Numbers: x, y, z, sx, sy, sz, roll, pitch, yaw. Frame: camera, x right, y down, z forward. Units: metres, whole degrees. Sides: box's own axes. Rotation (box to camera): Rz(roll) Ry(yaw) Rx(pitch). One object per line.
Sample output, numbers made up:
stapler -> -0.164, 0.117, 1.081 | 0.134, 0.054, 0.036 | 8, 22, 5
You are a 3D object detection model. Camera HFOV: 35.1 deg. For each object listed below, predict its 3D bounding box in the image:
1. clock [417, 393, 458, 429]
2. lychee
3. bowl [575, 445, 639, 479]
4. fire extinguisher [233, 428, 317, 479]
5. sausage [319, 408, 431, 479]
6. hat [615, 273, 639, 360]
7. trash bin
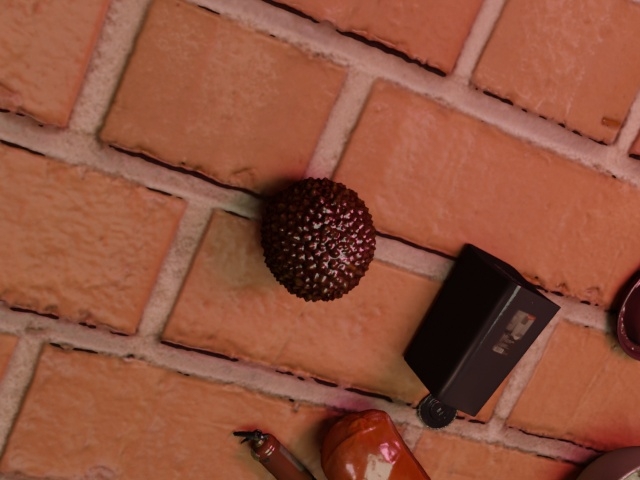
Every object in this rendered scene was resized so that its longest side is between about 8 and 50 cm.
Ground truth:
clock -> 0.208, 0.297, 1.768 | 0.074, 0.010, 0.083 | -38, 119, -4
lychee -> 0.000, 0.000, 1.471 | 0.188, 0.188, 0.188 | -8, 114, -19
bowl -> 0.572, 0.500, 1.921 | 0.289, 0.146, 0.289 | -9, 114, -20
fire extinguisher -> -0.072, 0.364, 1.665 | 0.062, 0.050, 0.177 | -20, 124, 31
sausage -> 0.099, 0.396, 1.683 | 0.141, 0.153, 0.268 | -32, 118, 0
hat -> 0.625, 0.133, 1.822 | 0.205, 0.089, 0.205 | -8, 113, -19
trash bin -> 0.251, 0.146, 1.639 | 0.115, 0.165, 0.225 | 27, 102, -29
